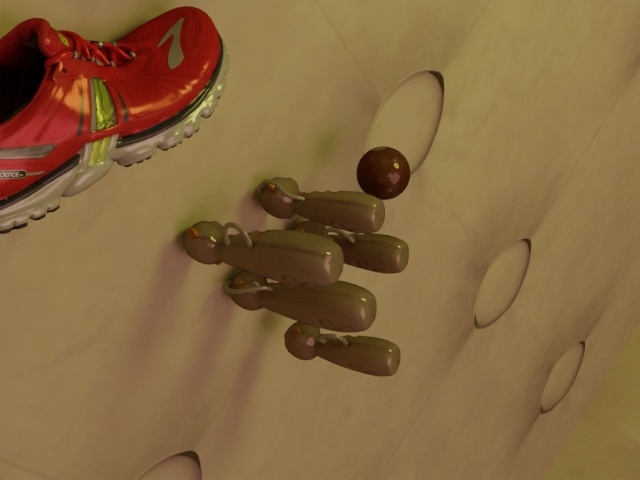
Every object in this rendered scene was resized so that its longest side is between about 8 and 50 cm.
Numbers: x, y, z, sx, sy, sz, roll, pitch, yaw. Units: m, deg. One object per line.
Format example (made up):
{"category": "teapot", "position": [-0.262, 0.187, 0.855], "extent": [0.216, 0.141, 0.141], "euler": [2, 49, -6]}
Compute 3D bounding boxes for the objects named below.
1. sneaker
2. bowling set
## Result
{"category": "sneaker", "position": [-0.171, -0.110, 0.872], "extent": [0.279, 0.107, 0.118], "euler": [-41, 136, -36]}
{"category": "bowling set", "position": [0.000, 0.000, 1.225], "extent": [0.287, 0.154, 0.200], "euler": [62, 43, -55]}
